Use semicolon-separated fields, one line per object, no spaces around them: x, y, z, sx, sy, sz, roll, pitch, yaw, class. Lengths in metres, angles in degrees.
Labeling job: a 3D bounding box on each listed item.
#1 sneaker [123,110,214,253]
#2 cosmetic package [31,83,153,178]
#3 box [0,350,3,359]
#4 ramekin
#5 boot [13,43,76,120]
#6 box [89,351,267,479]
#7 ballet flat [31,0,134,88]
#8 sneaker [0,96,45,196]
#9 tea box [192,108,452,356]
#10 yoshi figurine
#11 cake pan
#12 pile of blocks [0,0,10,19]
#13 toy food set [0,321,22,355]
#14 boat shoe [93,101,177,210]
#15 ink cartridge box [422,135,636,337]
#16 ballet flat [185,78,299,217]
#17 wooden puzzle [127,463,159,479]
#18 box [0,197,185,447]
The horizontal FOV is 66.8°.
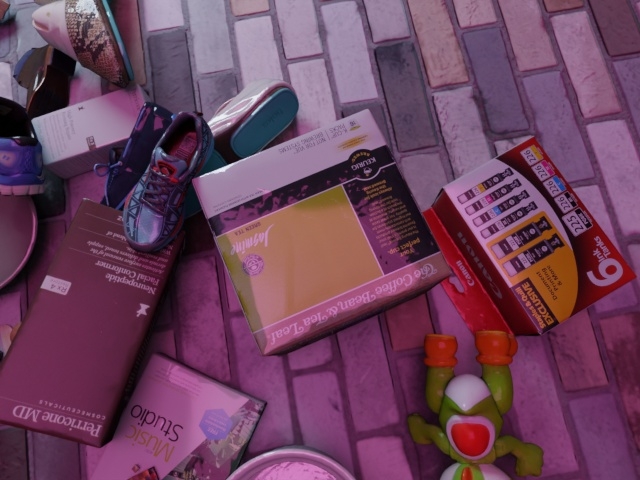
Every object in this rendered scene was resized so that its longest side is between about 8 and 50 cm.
-0.266;-0.107;0.818;0.104;0.125;0.261;20;77;-6;sneaker
-0.459;-0.226;1.013;0.231;0.085;0.117;-21;78;-2;cosmetic package
-0.772;0.236;0.882;0.271;0.143;0.165;18;79;5;box
-0.045;0.483;0.808;0.277;0.135;0.277;0;77;2;ramekin
-0.614;-0.328;1.058;0.106;0.082;0.219;11;78;25;boot
-0.268;0.397;0.874;0.232;0.058;0.321;22;80;7;box
-0.511;-0.504;1.021;0.182;0.164;0.482;-11;67;-14;ballet flat
-0.630;-0.224;0.951;0.330;0.130;0.147;37;116;25;sneaker
0.000;0.000;0.877;0.329;0.220;0.323;-22;76;-3;tea box
0.267;0.344;0.829;0.203;0.203;0.362;8;72;-22;yoshi figurine
-0.709;-0.018;0.967;0.293;0.054;0.293;1;81;-6;cake pan
-0.884;-0.487;1.080;0.362;0.112;0.148;-16;121;-21;pile of blocks
-0.518;0.193;0.922;0.218;0.071;0.128;-13;77;-1;toy food set
-0.374;-0.159;0.961;0.089;0.109;0.258;36;100;-15;boat shoe
0.355;0.014;0.910;0.272;0.130;0.309;-30;78;-4;ink cartridge box
-0.216;-0.188;0.988;0.139;0.139;0.400;43;78;10;ballet flat
-0.302;0.425;0.837;0.049;0.006;0.083;-25;78;-4;wooden puzzle
-0.392;0.138;0.848;0.191;0.143;0.381;19;69;-11;box
